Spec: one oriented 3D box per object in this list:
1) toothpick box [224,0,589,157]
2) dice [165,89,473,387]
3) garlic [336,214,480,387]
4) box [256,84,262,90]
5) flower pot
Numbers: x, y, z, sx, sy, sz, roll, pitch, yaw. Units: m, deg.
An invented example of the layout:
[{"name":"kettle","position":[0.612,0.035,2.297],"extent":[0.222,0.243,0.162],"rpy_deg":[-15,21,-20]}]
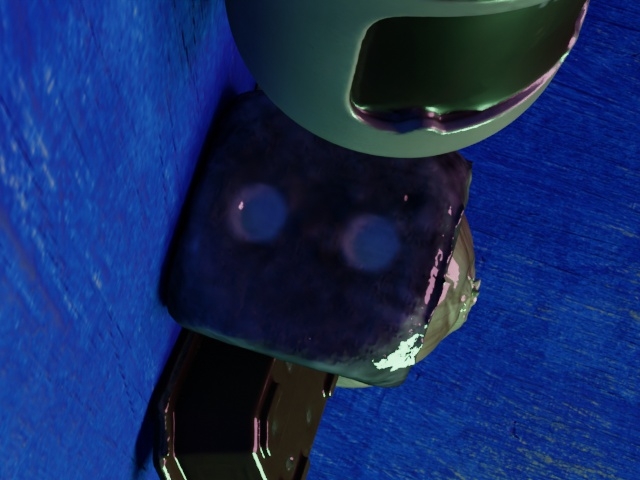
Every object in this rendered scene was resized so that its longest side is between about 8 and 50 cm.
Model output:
[{"name":"toothpick box","position":[0.042,-0.172,0.725],"extent":[0.316,0.229,0.229],"rpy_deg":[103,6,-75]},{"name":"dice","position":[0.000,0.000,1.021],"extent":[0.182,0.183,0.181],"rpy_deg":[84,23,-84]},{"name":"garlic","position":[0.067,0.042,1.751],"extent":[0.317,0.259,0.317],"rpy_deg":[-165,-90,-89]},{"name":"box","position":[0.026,-0.199,1.170],"extent":[0.212,0.095,0.168],"rpy_deg":[-64,174,-65]},{"name":"flower pot","position":[-0.048,0.125,1.190],"extent":[0.251,0.084,0.179],"rpy_deg":[-69,151,-42]}]
